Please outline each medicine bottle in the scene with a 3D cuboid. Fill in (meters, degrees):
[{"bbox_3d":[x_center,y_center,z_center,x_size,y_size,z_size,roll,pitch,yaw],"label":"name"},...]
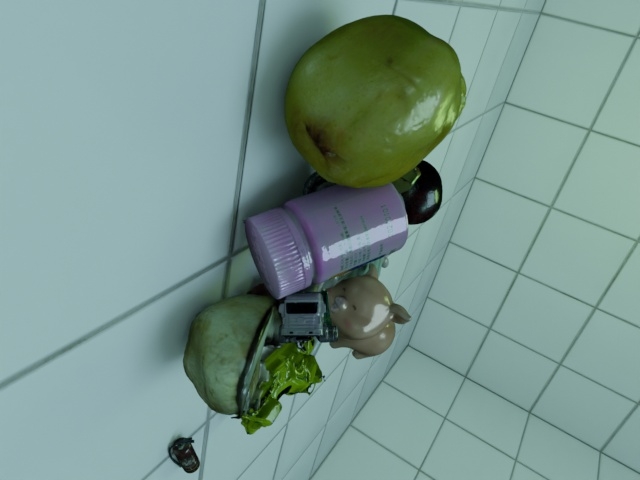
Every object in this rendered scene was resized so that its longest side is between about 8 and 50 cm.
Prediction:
[{"bbox_3d":[0.012,-0.013,0.976,0.290,0.178,0.178,-22,143,-19],"label":"medicine bottle"},{"bbox_3d":[0.043,0.085,1.434,0.140,0.079,0.079,-26,138,-56],"label":"medicine bottle"}]

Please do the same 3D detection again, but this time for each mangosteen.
[{"bbox_3d":[0.290,-0.152,1.590,0.216,0.216,0.216,-49,154,-33],"label":"mangosteen"}]

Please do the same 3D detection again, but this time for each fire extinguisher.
[{"bbox_3d":[-0.317,0.499,1.139,0.064,0.043,0.158,-10,138,-10],"label":"fire extinguisher"}]

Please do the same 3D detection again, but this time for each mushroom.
[{"bbox_3d":[-0.174,0.198,0.929,0.267,0.164,0.190,-68,165,-54],"label":"mushroom"}]

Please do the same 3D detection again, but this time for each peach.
[{"bbox_3d":[0.089,-0.247,0.874,0.315,0.281,0.314,-45,176,-13],"label":"peach"}]

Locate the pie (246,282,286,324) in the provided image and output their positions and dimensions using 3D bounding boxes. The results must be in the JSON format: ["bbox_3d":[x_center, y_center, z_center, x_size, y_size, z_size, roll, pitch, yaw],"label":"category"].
[{"bbox_3d":[-0.113,0.151,1.122,0.154,0.036,0.154,-11,134,-11],"label":"pie"}]

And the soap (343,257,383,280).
[{"bbox_3d":[0.148,0.057,1.632,0.160,0.087,0.265,-44,151,-40],"label":"soap"}]

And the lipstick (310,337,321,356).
[{"bbox_3d":[-0.012,0.308,1.595,0.264,0.059,0.059,-63,159,-2],"label":"lipstick"}]

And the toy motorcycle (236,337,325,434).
[{"bbox_3d":[-0.108,0.390,1.366,0.342,0.142,0.206,-39,110,-46],"label":"toy motorcycle"}]

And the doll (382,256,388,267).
[{"bbox_3d":[0.218,0.072,1.851,0.161,0.059,0.160,-42,150,-42],"label":"doll"}]

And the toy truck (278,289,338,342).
[{"bbox_3d":[-0.026,0.159,1.035,0.216,0.110,0.116,56,32,-76],"label":"toy truck"}]

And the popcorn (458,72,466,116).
[{"bbox_3d":[0.286,-0.384,1.302,0.183,0.204,0.221,-11,110,-64],"label":"popcorn"}]

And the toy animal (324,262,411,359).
[{"bbox_3d":[0.134,0.241,1.509,0.269,0.237,0.326,-44,139,13],"label":"toy animal"}]

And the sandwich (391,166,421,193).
[{"bbox_3d":[0.114,-0.139,1.112,0.063,0.245,0.212,-52,156,-18],"label":"sandwich"}]

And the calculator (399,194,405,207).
[{"bbox_3d":[0.146,-0.109,1.321,0.041,0.185,0.299,-43,180,33],"label":"calculator"}]

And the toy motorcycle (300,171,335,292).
[{"bbox_3d":[0.000,0.000,1.152,0.223,0.108,0.341,8,114,-43],"label":"toy motorcycle"}]
